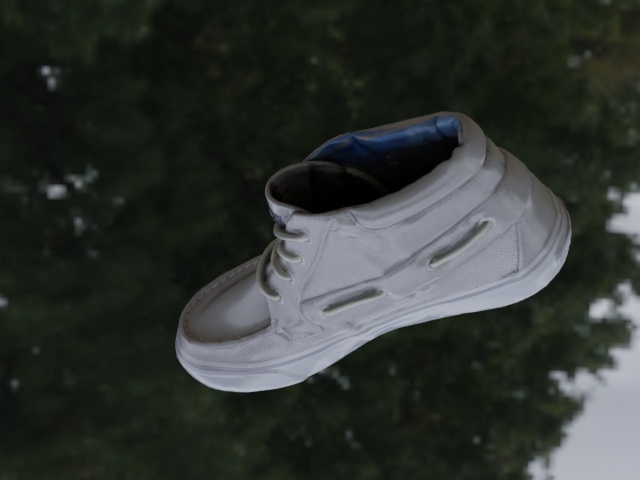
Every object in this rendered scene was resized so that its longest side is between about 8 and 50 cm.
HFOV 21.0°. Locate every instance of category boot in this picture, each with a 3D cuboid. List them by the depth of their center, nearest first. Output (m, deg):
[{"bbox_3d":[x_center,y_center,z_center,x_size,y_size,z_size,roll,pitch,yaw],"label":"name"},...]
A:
[{"bbox_3d":[0.000,0.000,0.958,0.258,0.095,0.123,-21,136,26],"label":"boot"}]
